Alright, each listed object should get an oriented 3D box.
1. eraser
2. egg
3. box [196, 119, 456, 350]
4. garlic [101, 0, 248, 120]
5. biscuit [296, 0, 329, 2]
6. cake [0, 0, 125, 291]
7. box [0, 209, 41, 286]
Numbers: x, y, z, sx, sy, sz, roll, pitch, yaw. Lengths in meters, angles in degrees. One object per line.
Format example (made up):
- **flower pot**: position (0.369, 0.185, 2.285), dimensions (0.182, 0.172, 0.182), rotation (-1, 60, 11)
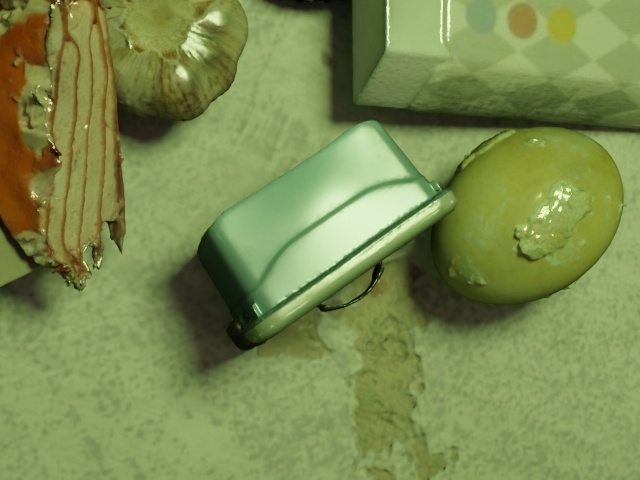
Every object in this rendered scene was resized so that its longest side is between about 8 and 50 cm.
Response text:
- **eraser**: position (0.223, -0.227, 1.020), dimensions (0.396, 0.082, 0.213), rotation (2, 89, -24)
- **egg**: position (0.196, -0.024, 0.996), dimensions (0.201, 0.164, 0.164), rotation (-39, 99, -9)
- **box**: position (0.000, 0.000, 0.938), dimensions (0.227, 0.162, 0.130), rotation (-33, 87, -15)
- **garlic**: position (-0.138, -0.180, 0.930), dimensions (0.147, 0.102, 0.159), rotation (-6, 78, -3)
- **biscuit**: position (-0.007, -0.321, 0.997), dimensions (0.194, 0.053, 0.195), rotation (1, 87, -17)
- **cake**: position (-0.222, -0.101, 0.858), dimensions (0.135, 0.098, 0.287), rotation (-14, 99, 25)
- **box**: position (-0.354, -0.119, 0.834), dimensions (0.204, 0.051, 0.365), rotation (-32, 100, -52)
